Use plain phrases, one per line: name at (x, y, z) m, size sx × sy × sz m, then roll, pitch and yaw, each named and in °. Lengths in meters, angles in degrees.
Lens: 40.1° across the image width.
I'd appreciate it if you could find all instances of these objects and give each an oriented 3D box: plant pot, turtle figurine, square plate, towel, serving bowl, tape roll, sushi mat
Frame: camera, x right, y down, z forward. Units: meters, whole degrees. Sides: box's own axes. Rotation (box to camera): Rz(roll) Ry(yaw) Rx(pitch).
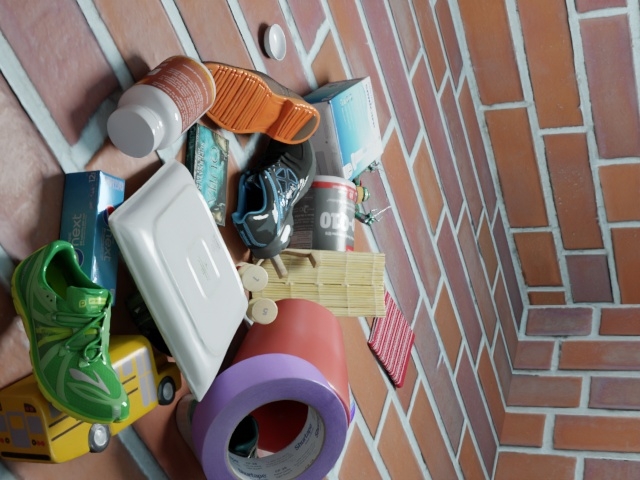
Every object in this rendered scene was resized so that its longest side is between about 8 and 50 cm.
plant pot at (-0.063, 0.270, 1.833) m, size 0.243 × 0.275 × 0.274 m, roll -80°, pitch 154°, yaw -48°
turtle figurine at (0.092, -0.120, 2.350) m, size 0.234 × 0.118 × 0.175 m, roll -13°, pitch 93°, yaw -52°
square plate at (-0.226, 0.051, 1.548) m, size 0.344 × 0.049 × 0.347 m, roll -68°, pitch 138°, yaw -66°
towel at (0.217, 0.304, 2.677) m, size 0.275 × 0.031 × 0.198 m, roll 57°, pitch 40°, yaw -44°
serving bowl at (-0.111, -0.461, 2.047) m, size 0.083 × 0.027 × 0.083 m, roll -3°, pitch 90°, yaw -65°
tape roll at (-0.093, 0.348, 1.608) m, size 0.090 × 0.275 × 0.274 m, roll -132°, pitch -159°, yaw -59°
sushi mat at (-0.002, 0.096, 1.975) m, size 0.019 × 0.317 × 0.151 m, roll 167°, pitch -75°, yaw -74°

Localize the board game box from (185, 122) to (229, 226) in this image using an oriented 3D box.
board game box at (-0.229, -0.130, 1.763) m, size 0.126 × 0.026 × 0.186 m, roll 23°, pitch 67°, yaw -62°

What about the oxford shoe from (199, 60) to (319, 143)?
oxford shoe at (-0.160, -0.305, 1.858) m, size 0.130 × 0.132 × 0.364 m, roll -51°, pitch 145°, yaw 15°

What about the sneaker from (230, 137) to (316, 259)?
sneaker at (-0.102, -0.132, 1.924) m, size 0.139 × 0.125 × 0.340 m, roll 51°, pitch 41°, yaw -45°

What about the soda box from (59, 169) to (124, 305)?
soda box at (-0.367, -0.002, 1.398) m, size 0.067 × 0.071 × 0.210 m, roll 26°, pitch 65°, yaw -63°

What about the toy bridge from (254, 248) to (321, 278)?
toy bridge at (-0.094, 0.053, 1.918) m, size 0.063 × 0.188 × 0.026 m, roll 63°, pitch -26°, yaw 22°

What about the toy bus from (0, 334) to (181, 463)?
toy bus at (-0.352, 0.239, 1.367) m, size 0.333 × 0.108 × 0.130 m, roll -29°, pitch 112°, yaw -62°

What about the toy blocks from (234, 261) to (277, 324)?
toy blocks at (-0.144, 0.106, 1.804) m, size 0.148 × 0.054 × 0.123 m, roll -174°, pitch -112°, yaw -70°

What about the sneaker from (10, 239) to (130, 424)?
sneaker at (-0.349, 0.126, 1.235) m, size 0.109 × 0.123 × 0.295 m, roll -2°, pitch 54°, yaw -52°

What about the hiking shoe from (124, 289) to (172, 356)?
hiking shoe at (-0.258, 0.169, 1.565) m, size 0.227 × 0.086 × 0.114 m, roll 34°, pitch 29°, yaw -50°

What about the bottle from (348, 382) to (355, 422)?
bottle at (0.011, 0.333, 2.154) m, size 0.118 × 0.092 × 0.282 m, roll -51°, pitch 133°, yaw -54°

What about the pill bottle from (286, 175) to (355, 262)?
pill bottle at (0.000, 0.000, 2.081) m, size 0.161 × 0.161 × 0.283 m, roll 23°, pitch 67°, yaw -63°

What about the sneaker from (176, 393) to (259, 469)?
sneaker at (-0.168, 0.411, 1.726) m, size 0.302 × 0.121 × 0.108 m, roll 63°, pitch 35°, yaw -41°

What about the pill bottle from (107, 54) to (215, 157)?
pill bottle at (-0.282, -0.235, 1.547) m, size 0.216 × 0.121 × 0.121 m, roll -58°, pitch 138°, yaw -51°

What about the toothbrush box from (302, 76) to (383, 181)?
toothbrush box at (0.044, -0.282, 2.247) m, size 0.295 × 0.126 × 0.216 m, roll -44°, pitch 126°, yaw -57°
